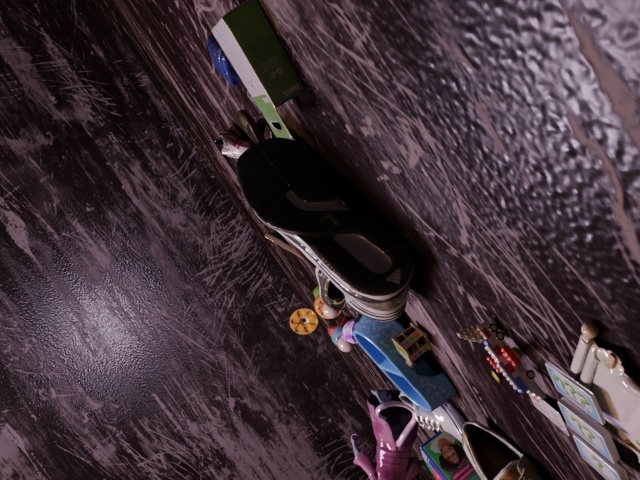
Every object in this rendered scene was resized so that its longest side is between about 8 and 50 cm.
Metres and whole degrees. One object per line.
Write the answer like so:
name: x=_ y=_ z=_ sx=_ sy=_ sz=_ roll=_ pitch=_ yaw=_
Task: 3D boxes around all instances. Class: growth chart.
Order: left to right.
growth chart: x=0.345 y=0.202 z=0.516 sx=0.237 sy=0.021 sz=0.172 roll=48 pitch=168 yaw=33

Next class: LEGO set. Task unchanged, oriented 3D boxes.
LEGO set: x=0.285 y=0.212 z=0.689 sx=0.182 sy=0.060 sz=0.244 roll=59 pitch=175 yaw=-23

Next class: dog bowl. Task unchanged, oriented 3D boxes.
dog bowl: x=0.190 y=0.286 z=1.212 sx=0.297 sy=0.074 sz=0.166 roll=50 pitch=164 yaw=-9

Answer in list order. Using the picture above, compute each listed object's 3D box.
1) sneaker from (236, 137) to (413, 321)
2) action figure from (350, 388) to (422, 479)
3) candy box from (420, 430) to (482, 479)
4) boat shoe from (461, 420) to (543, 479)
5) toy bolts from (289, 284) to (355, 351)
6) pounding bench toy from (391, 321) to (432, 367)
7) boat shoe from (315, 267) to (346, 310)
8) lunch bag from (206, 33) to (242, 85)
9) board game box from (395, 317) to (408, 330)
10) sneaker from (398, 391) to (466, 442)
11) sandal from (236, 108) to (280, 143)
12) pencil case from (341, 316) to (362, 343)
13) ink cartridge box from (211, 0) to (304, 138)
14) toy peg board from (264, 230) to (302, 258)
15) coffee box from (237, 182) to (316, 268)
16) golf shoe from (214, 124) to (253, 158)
sneaker: x=-0.001 y=0.001 z=1.013 sx=0.447 sy=0.169 sz=0.257 roll=46 pitch=165 yaw=29
action figure: x=0.234 y=0.639 z=1.546 sx=0.276 sy=0.248 sz=0.369 roll=156 pitch=121 yaw=-81
candy box: x=0.437 y=0.723 z=1.473 sx=0.317 sy=0.122 sz=0.268 roll=46 pitch=166 yaw=34
boat shoe: x=0.375 y=0.475 z=0.991 sx=0.103 sy=0.113 sz=0.302 roll=55 pitch=172 yaw=-32
toy bolts: x=0.023 y=0.300 z=1.775 sx=0.228 sy=0.218 sz=0.158 roll=50 pitch=-175 yaw=-16
pounding bench toy: x=0.204 y=0.229 z=1.106 sx=0.052 sy=0.065 sz=0.083 roll=41 pitch=163 yaw=50
boat shoe: x=0.041 y=0.154 z=1.553 sx=0.068 sy=0.081 sz=0.227 roll=51 pitch=167 yaw=41
lunch bag: x=-0.159 y=-0.335 z=0.944 sx=0.065 sy=0.067 sz=0.098 roll=51 pitch=170 yaw=23
board game box: x=0.177 y=0.216 z=1.293 sx=0.126 sy=0.026 sz=0.186 roll=48 pitch=167 yaw=32
sneaker: x=0.300 y=0.460 z=1.336 sx=0.094 sy=0.091 sz=0.258 roll=60 pitch=169 yaw=-24
sandal: x=-0.115 y=-0.229 z=1.134 sx=0.090 sy=0.060 sz=0.219 roll=46 pitch=-178 yaw=32
pencil case: x=0.120 y=0.287 z=1.605 sx=0.086 sy=0.088 sz=0.206 roll=47 pitch=170 yaw=5
ink cartridge box: x=-0.090 y=-0.274 z=0.840 sx=0.209 sy=0.062 sz=0.109 roll=59 pitch=169 yaw=-21
toy peg board: x=-0.059 y=-0.005 z=1.463 sx=0.161 sy=0.079 sz=0.160 roll=30 pitch=-177 yaw=3
coffee box: x=-0.069 y=-0.062 z=1.219 sx=0.246 sy=0.098 sz=0.141 roll=51 pitch=175 yaw=-40
golf shoe: x=-0.239 y=-0.261 z=1.487 sx=0.186 sy=0.086 sz=0.067 roll=45 pitch=164 yaw=38
